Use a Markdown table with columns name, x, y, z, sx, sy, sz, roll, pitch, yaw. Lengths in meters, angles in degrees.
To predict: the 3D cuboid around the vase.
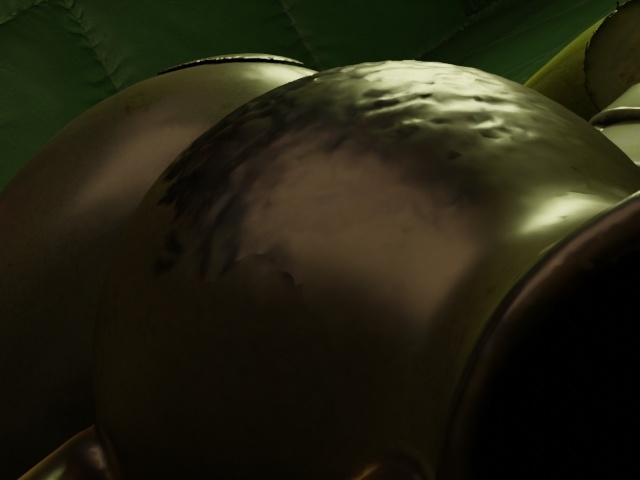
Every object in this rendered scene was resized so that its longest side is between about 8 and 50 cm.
| name | x | y | z | sx | sy | sz | roll | pitch | yaw |
| --- | --- | --- | --- | --- | --- | --- | --- | --- | --- |
| vase | 0.024 | 0.071 | 0.470 | 0.329 | 0.241 | 0.302 | -24 | 17 | -25 |

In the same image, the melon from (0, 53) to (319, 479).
| name | x | y | z | sx | sy | sz | roll | pitch | yaw |
| --- | --- | --- | --- | --- | --- | --- | --- | --- | --- |
| melon | -0.061 | 0.045 | 0.749 | 0.330 | 0.268 | 0.268 | -43 | 6 | 15 |

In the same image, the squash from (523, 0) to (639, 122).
| name | x | y | z | sx | sy | sz | roll | pitch | yaw |
| --- | --- | --- | --- | --- | --- | --- | --- | --- | --- |
| squash | 0.223 | -0.116 | 1.212 | 0.137 | 0.137 | 0.287 | -36 | 8 | -35 |

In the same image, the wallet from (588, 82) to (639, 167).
| name | x | y | z | sx | sy | sz | roll | pitch | yaw |
| --- | --- | --- | --- | --- | --- | --- | --- | --- | --- |
| wallet | 0.277 | -0.069 | 0.805 | 0.223 | 0.077 | 0.309 | -3 | 21 | 33 |
